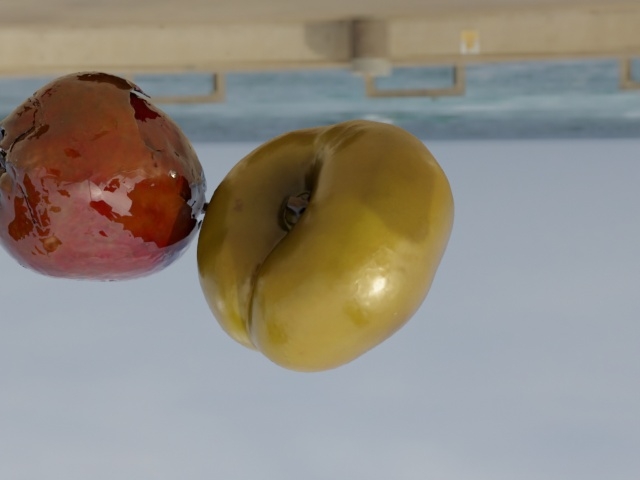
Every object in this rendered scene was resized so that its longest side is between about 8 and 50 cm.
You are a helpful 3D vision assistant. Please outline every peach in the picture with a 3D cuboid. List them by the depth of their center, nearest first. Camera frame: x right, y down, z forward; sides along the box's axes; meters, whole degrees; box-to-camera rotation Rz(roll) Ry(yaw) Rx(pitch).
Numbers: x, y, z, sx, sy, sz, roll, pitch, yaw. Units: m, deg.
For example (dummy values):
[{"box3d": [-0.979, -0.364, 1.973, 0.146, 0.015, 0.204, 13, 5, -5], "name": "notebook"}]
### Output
[{"box3d": [0.000, 0.000, 0.899, 0.179, 0.179, 0.103, 4, 151, 46], "name": "peach"}]

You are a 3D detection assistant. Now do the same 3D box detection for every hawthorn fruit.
[{"box3d": [-0.140, -0.035, 0.950, 0.172, 0.148, 0.148, 20, 177, -21], "name": "hawthorn fruit"}]
